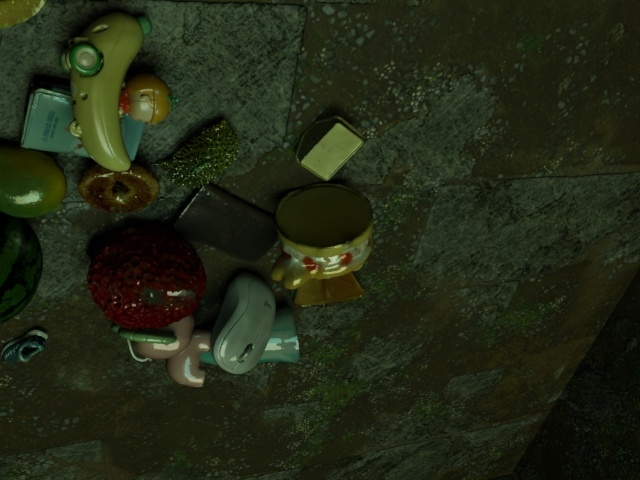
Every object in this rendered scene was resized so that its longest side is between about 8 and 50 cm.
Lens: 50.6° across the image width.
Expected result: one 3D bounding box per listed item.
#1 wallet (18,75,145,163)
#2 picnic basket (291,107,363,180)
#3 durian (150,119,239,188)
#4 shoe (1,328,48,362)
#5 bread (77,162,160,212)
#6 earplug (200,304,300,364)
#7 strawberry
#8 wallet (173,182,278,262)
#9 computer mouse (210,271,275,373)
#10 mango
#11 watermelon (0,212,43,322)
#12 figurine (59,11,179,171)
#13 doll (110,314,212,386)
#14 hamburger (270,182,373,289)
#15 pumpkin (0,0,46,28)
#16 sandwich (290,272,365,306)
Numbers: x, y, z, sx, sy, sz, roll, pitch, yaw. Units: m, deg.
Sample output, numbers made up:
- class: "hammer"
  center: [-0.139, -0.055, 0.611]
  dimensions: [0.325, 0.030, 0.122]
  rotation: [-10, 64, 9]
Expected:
- class: "wallet"
  center: [-0.525, -0.261, 1.506]
  dimensions: [0.251, 0.075, 0.176]
  rotation: [6, 131, -30]
- class: "picnic basket"
  center: [0.018, -0.248, 1.755]
  dimensions: [0.164, 0.079, 0.115]
  rotation: [-43, 132, 16]
- class: "durian"
  center: [-0.292, -0.189, 1.654]
  dimensions: [0.221, 0.095, 0.137]
  rotation: [-28, 122, 17]
- class: "shoe"
  center: [-0.826, 0.306, 1.890]
  dimensions: [0.143, 0.071, 0.064]
  rotation: [-29, 135, 9]
- class: "bread"
  center: [-0.481, -0.130, 1.623]
  dimensions: [0.194, 0.063, 0.193]
  rotation: [-8, 151, -4]
- class: "earplug"
  center: [-0.238, 0.317, 2.105]
  dimensions: [0.324, 0.185, 0.184]
  rotation: [-8, 133, -10]
- class: "strawberry"
  center: [-0.434, 0.114, 1.729]
  dimensions: [0.292, 0.309, 0.291]
  rotation: [-17, 136, -17]
- class: "wallet"
  center: [-0.246, -0.042, 1.853]
  dimensions: [0.310, 0.042, 0.165]
  rotation: [26, 114, -40]
- class: "computer mouse"
  center: [-0.206, 0.237, 1.959]
  dimensions: [0.121, 0.296, 0.184]
  rotation: [-7, 144, 32]
- class: "mango"
  center: [-0.695, -0.136, 1.501]
  dimensions: [0.251, 0.114, 0.156]
  rotation: [12, 93, -19]
- class: "watermelon"
  center: [-0.784, 0.063, 1.545]
  dimensions: [0.286, 0.285, 0.285]
  rotation: [-13, 134, -13]
- class: "figurine"
  center: [-0.416, -0.307, 1.413]
  dimensions: [0.222, 0.124, 0.324]
  rotation: [-8, 105, -32]
- class: "doll"
  center: [-0.451, 0.288, 1.911]
  dimensions: [0.269, 0.284, 0.216]
  rotation: [12, 82, -21]
- class: "hamburger"
  center: [0.000, 0.000, 1.832]
  dimensions: [0.302, 0.261, 0.186]
  rotation: [-45, 148, -38]
- class: "pumpkin"
  center: [-0.594, -0.512, 1.230]
  dimensions: [0.218, 0.110, 0.217]
  rotation: [-5, 125, -7]
- class: "sandwich"
  center: [0.041, 0.106, 2.105]
  dimensions: [0.245, 0.063, 0.212]
  rotation: [-6, 131, -22]
